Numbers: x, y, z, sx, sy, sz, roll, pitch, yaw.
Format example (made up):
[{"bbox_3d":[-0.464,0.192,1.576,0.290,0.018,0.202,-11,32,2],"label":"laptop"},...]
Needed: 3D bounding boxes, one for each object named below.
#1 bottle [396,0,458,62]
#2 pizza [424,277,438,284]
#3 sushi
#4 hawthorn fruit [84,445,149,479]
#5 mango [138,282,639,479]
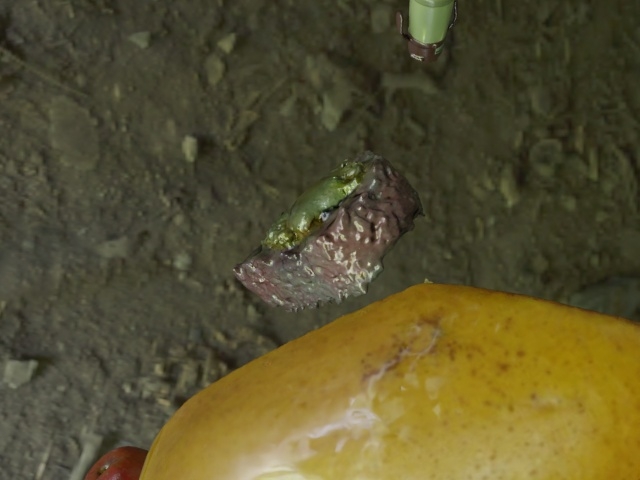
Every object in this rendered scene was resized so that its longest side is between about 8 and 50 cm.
[{"bbox_3d":[0.107,-0.222,1.116,0.101,0.063,0.047,93,4,-54],"label":"bottle"},{"bbox_3d":[0.196,0.139,2.010,0.134,0.046,0.175,-57,161,-54],"label":"pizza"},{"bbox_3d":[0.012,-0.014,1.251,0.107,0.241,0.161,47,59,-13],"label":"sushi"},{"bbox_3d":[-0.305,0.413,1.775,0.172,0.172,0.173,-3,94,-47],"label":"hawthorn fruit"},{"bbox_3d":[0.071,0.125,0.596,0.199,0.349,0.201,-98,180,-62],"label":"mango"}]
